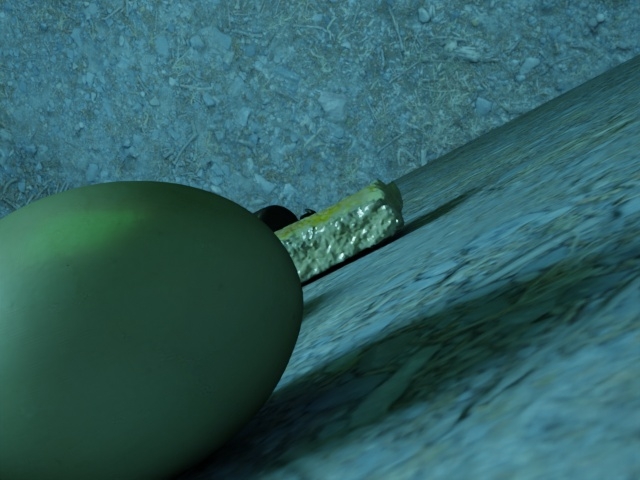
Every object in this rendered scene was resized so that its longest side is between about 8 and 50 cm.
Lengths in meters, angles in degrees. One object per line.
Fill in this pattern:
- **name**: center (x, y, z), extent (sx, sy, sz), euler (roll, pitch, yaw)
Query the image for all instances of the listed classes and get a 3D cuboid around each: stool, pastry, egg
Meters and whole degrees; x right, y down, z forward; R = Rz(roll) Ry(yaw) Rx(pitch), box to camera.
- **stool**: center (-0.077, 0.000, 1.435), extent (0.217, 0.125, 0.121), euler (-19, -6, -45)
- **pastry**: center (0.001, -0.001, 1.079), extent (0.258, 0.089, 0.121), euler (-29, -1, 7)
- **egg**: center (-0.126, 0.057, 0.468), extent (0.241, 0.186, 0.186), euler (-26, 4, 18)
